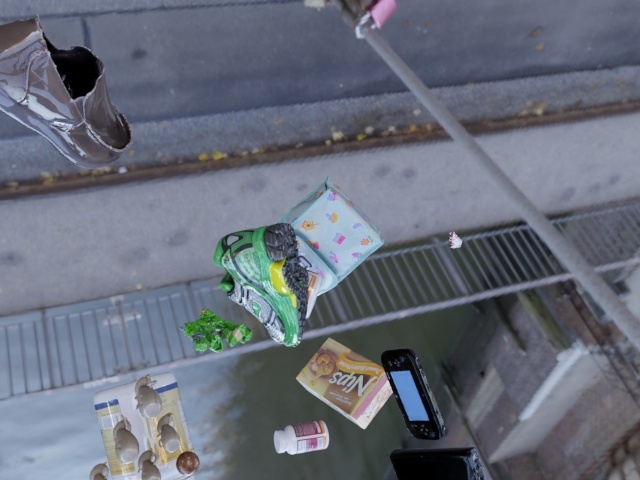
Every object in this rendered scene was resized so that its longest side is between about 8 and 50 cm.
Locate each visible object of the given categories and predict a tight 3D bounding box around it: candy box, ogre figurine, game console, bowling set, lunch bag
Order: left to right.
[{"bbox_3d":[-0.387,0.478,1.682,0.200,0.154,0.287,33,88,-24],"label":"bowling set"},{"bbox_3d":[-0.279,0.238,1.906,0.197,0.118,0.097,-31,135,-44],"label":"ogre figurine"},{"bbox_3d":[0.000,0.000,1.972,0.262,0.160,0.223,-41,108,11],"label":"lunch bag"},{"bbox_3d":[0.081,0.454,2.385,0.183,0.316,0.087,-50,126,-14],"label":"candy box"},{"bbox_3d":[0.208,0.394,1.527,0.044,0.361,0.213,-23,-178,-44],"label":"game console"}]

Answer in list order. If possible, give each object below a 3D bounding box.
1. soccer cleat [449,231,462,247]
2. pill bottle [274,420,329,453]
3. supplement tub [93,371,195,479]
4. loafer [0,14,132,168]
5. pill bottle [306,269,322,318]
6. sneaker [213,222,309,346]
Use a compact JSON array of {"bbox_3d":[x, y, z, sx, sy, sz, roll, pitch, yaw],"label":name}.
[{"bbox_3d":[0.388,-0.002,2.116,0.035,0.029,0.083,1,153,11],"label":"soccer cleat"},{"bbox_3d":[-0.058,0.592,2.210,0.152,0.086,0.086,-3,141,-20],"label":"pill bottle"},{"bbox_3d":[-0.469,0.535,1.995,0.228,0.316,0.228,-15,174,-2],"label":"supplement tub"},{"bbox_3d":[-0.366,-0.211,1.100,0.130,0.134,0.366,-26,167,7],"label":"loafer"},{"bbox_3d":[-0.112,0.109,1.869,0.216,0.121,0.121,20,138,3],"label":"pill bottle"},{"bbox_3d":[-0.103,0.084,1.379,0.146,0.134,0.344,-1,142,11],"label":"sneaker"}]
